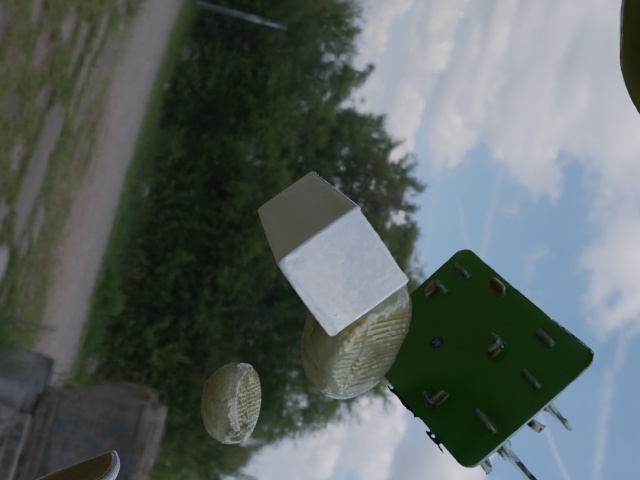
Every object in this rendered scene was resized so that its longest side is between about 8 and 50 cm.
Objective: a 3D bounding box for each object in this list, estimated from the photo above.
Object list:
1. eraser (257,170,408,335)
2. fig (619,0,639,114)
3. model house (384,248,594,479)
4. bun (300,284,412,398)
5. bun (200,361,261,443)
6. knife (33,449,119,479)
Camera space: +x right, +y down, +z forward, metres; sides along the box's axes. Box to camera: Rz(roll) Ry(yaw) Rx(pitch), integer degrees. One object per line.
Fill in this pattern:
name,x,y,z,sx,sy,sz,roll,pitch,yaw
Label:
eraser,0.000,-0.001,0.846,0.078,0.076,0.298,-36,-168,0
fig,0.515,-0.216,1.076,0.343,0.344,0.343,-166,-90,-86
model house,0.285,0.241,1.377,0.242,0.313,0.358,-44,-145,-2
bun,0.046,0.122,1.257,0.111,0.164,0.188,43,-52,37
bun,-0.097,0.168,0.953,0.086,0.055,0.086,-1,90,-74
knife,-0.237,0.205,0.681,0.256,0.046,0.022,-19,116,-56
